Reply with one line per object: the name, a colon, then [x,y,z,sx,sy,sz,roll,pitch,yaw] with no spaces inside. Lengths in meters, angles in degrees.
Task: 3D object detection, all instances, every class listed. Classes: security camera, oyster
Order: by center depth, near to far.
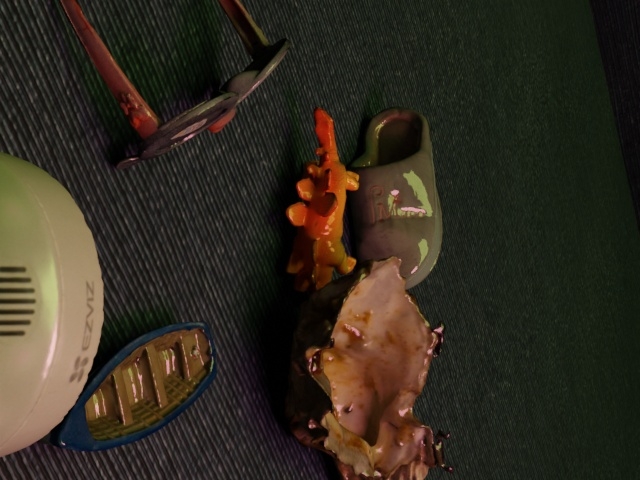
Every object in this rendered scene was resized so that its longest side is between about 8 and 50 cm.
security camera: [-0.254,0.033,0.580,0.236,0.194,0.195,3,82,-60]
oyster: [0.054,0.169,1.203,0.198,0.133,0.337,-37,129,-24]

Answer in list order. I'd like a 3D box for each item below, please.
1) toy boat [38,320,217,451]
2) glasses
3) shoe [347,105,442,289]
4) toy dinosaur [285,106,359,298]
toy boat: [-0.155,0.121,0.911,0.229,0.046,0.080,-29,111,-61]
glasses: [-0.156,-0.214,0.994,0.268,0.118,0.234,56,35,-10]
shoe: [0.084,-0.063,1.372,0.100,0.103,0.251,43,42,-54]
toy dinosaur: [0.000,0.000,1.220,0.117,0.070,0.288,-13,102,-70]
